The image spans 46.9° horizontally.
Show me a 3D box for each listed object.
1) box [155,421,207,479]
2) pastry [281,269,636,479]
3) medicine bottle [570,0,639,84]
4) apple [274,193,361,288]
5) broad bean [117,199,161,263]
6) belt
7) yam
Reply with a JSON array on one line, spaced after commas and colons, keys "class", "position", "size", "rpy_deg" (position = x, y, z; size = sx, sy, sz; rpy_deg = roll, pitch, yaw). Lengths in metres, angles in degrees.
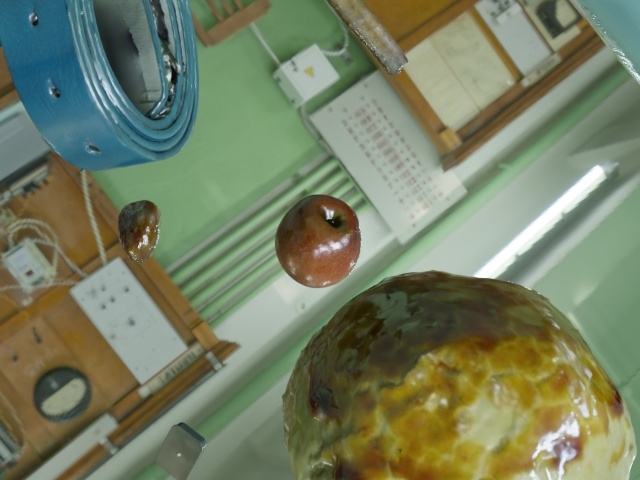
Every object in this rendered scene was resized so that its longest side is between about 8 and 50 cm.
[{"class": "box", "position": [-0.310, 0.473, 1.653], "size": [0.126, 0.091, 0.031], "rpy_deg": [-63, 167, 22]}, {"class": "pastry", "position": [0.148, 0.195, 0.818], "size": [0.388, 0.389, 0.312], "rpy_deg": [-43, 149, -58]}, {"class": "medicine bottle", "position": [0.288, -0.227, 0.601], "size": [0.158, 0.318, 0.158], "rpy_deg": [-26, -130, 36]}, {"class": "apple", "position": [0.000, 0.000, 1.463], "size": [0.181, 0.181, 0.168], "rpy_deg": [-41, 167, -44]}, {"class": "broad bean", "position": [-0.345, -0.019, 1.409], "size": [0.085, 0.114, 0.165], "rpy_deg": [-3, -148, -11]}, {"class": "belt", "position": [-0.332, -0.329, 1.142], "size": [0.173, 0.436, 0.300], "rpy_deg": [-9, -175, 25]}, {"class": "yam", "position": [0.043, -0.364, 1.141], "size": [0.046, 0.264, 0.046], "rpy_deg": [-39, -172, 6]}]
